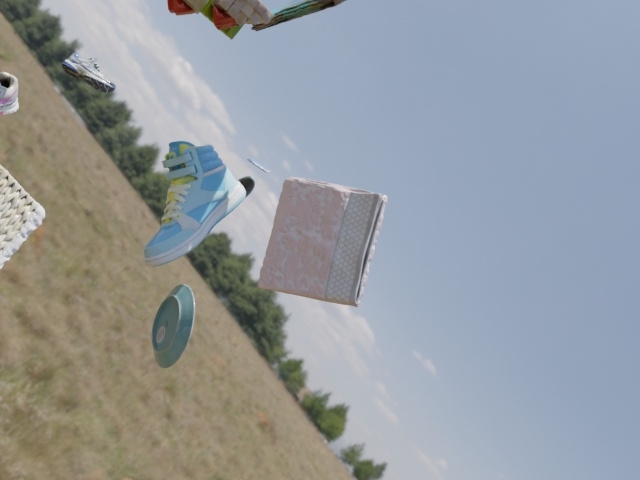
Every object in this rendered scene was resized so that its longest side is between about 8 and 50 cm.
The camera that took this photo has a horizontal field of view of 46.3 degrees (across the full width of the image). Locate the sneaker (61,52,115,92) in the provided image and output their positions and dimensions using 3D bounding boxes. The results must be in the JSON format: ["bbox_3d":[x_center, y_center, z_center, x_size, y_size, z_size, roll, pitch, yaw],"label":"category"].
[{"bbox_3d":[-0.544,-0.405,1.786,0.135,0.058,0.052,30,-20,-5],"label":"sneaker"}]

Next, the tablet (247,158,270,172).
[{"bbox_3d":[-0.140,-0.170,1.701,0.054,0.006,0.083,34,5,-3],"label":"tablet"}]

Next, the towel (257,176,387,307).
[{"bbox_3d":[0.000,0.000,2.081,0.316,0.332,0.053,10,-11,24],"label":"towel"}]

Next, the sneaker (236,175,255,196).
[{"bbox_3d":[-0.271,-0.138,2.325,0.065,0.166,0.076,50,7,-12],"label":"sneaker"}]

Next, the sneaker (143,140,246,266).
[{"bbox_3d":[-0.324,-0.100,1.693,0.127,0.319,0.208,-7,-58,41],"label":"sneaker"}]

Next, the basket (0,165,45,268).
[{"bbox_3d":[-0.958,-0.070,1.896,0.328,0.331,0.266,17,-32,25],"label":"basket"}]

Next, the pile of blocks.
[{"bbox_3d":[-0.247,-0.503,1.598,0.362,0.113,0.149,38,-2,39],"label":"pile of blocks"}]

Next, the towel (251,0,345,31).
[{"bbox_3d":[0.026,-0.570,1.721,0.370,0.271,0.040,10,-51,58],"label":"towel"}]

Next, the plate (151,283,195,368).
[{"bbox_3d":[-0.331,0.185,1.644,0.024,0.188,0.188,19,13,-35],"label":"plate"}]

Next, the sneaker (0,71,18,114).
[{"bbox_3d":[-0.863,-0.362,1.905,0.102,0.111,0.252,26,34,0],"label":"sneaker"}]
